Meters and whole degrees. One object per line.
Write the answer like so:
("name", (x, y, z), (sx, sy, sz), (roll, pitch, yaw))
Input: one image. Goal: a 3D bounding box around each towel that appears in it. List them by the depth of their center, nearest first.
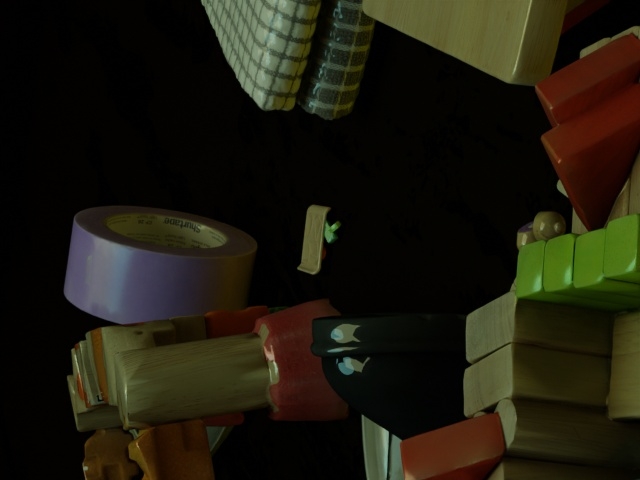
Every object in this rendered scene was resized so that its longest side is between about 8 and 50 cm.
("towel", (-0.020, -0.267, 1.290), (0.284, 0.121, 0.235), (-119, 37, -54))

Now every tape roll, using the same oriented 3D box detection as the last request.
("tape roll", (-0.163, 0.027, 1.490), (0.189, 0.189, 0.080), (-140, 58, -66))

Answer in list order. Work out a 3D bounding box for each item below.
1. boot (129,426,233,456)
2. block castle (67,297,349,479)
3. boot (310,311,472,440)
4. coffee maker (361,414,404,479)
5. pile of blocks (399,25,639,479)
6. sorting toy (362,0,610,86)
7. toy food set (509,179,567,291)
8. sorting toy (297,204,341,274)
("boot", (-0.144, 0.170, 1.570), (0.190, 0.076, 0.209), (59, 148, 37))
("block castle", (-0.065, 0.210, 1.168), (0.453, 0.212, 0.303), (152, 109, -74))
("boot", (0.092, 0.145, 0.722), (0.094, 0.246, 0.207), (-5, 77, 45))
("coffee maker", (0.086, 0.160, 0.886), (0.171, 0.120, 0.178), (161, 112, -67))
("pile of blocks", (0.095, 0.080, 0.548), (0.149, 0.112, 0.362), (-137, 58, -67))
("sorting toy", (0.131, -0.242, 0.908), (0.255, 0.089, 0.257), (-135, 54, -65))
("toy food set", (0.138, 0.026, 0.921), (0.078, 0.019, 0.122), (-122, 41, -58))
("sorting toy", (0.000, 0.000, 1.311), (0.083, 0.012, 0.062), (-166, 87, -73))
